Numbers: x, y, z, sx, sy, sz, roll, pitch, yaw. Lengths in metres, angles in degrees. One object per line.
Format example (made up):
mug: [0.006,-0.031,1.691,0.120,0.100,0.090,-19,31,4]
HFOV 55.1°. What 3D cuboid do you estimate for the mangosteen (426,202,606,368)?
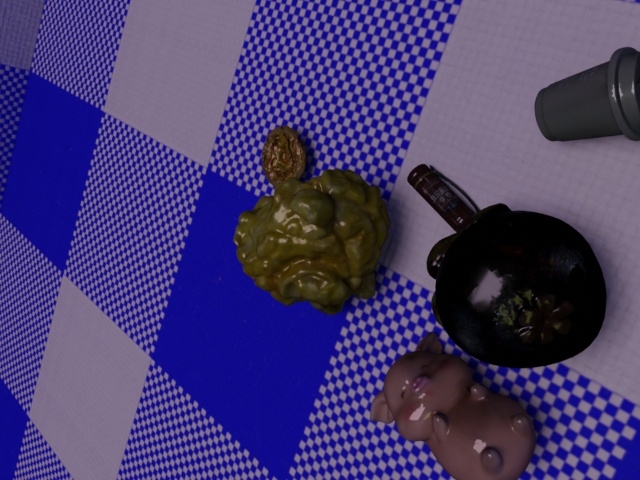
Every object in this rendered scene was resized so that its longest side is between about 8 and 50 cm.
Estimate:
mangosteen: [0.257,0.059,0.843,0.243,0.243,0.243,-2,87,40]

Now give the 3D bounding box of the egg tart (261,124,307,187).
egg tart: [-0.068,-0.164,1.221,0.129,0.049,0.129,4,96,44]

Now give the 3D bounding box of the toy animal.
toy animal: [0.199,0.256,0.912,0.250,0.166,0.154,36,154,42]

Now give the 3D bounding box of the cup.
cup: [0.365,-0.184,0.816,0.141,0.120,0.120,-5,85,47]

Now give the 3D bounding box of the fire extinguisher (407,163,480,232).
fire extinguisher: [0.205,-0.060,0.989,0.064,0.043,0.158,-34,61,-8]

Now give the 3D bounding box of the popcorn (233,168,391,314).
popcorn: [0.000,0.000,1.039,0.250,0.241,0.235,-38,49,45]
